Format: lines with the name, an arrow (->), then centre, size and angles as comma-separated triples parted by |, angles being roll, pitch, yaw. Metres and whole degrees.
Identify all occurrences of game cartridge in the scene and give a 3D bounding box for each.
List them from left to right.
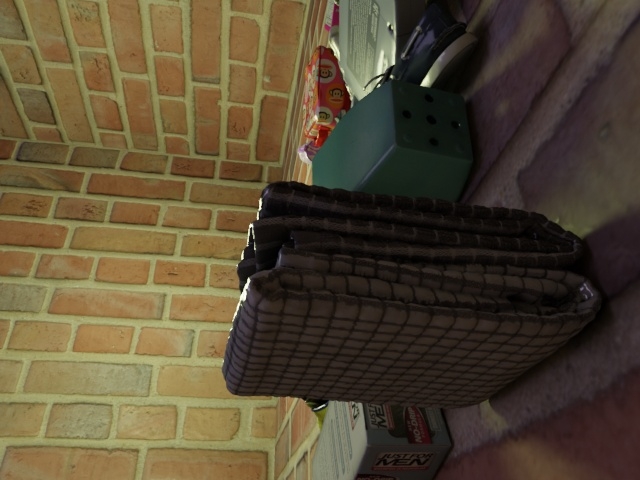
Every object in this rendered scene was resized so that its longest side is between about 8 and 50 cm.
game cartridge -> 0.094, -0.330, 0.823 | 0.198, 0.062, 0.297 | 58, 168, 22

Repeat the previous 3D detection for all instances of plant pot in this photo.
plant pot -> 0.101, -0.097, 0.697 | 0.234, 0.166, 0.165 | 128, 147, -59

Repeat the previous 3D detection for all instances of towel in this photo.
towel -> 0.058, 0.065, 0.460 | 0.235, 0.284, 0.121 | 109, 164, -55

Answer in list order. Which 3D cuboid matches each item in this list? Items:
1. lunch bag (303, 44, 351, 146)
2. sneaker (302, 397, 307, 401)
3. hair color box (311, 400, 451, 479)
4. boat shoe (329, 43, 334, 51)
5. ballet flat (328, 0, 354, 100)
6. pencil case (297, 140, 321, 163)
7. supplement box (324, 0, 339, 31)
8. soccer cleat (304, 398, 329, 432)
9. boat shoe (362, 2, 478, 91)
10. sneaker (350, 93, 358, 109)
lunch bag -> 0.013, -0.407, 1.474 | 0.293, 0.120, 0.258 | -169, 83, -80
sneaker -> -0.037, 0.282, 1.280 | 0.125, 0.139, 0.341 | -8, 115, 44
hair color box -> 0.072, 0.336, 0.777 | 0.185, 0.114, 0.374 | -98, 15, -52
boat shoe -> 0.068, -0.589, 1.352 | 0.073, 0.080, 0.223 | 99, 175, -56
ballet flat -> 0.086, -0.461, 1.021 | 0.409, 0.147, 0.147 | 104, 167, -48
pencil case -> -0.030, -0.316, 1.791 | 0.206, 0.088, 0.086 | -144, 61, -80
supplement box -> 0.084, -0.589, 1.150 | 0.114, 0.111, 0.220 | -103, 19, -60
soccer cleat -> 0.022, 0.347, 1.044 | 0.289, 0.121, 0.093 | 104, 167, -45
boat shoe -> 0.124, -0.226, 0.711 | 0.079, 0.095, 0.254 | 53, 162, 4
sneaker -> 0.096, -0.187, 1.017 | 0.091, 0.094, 0.258 | 17, -98, -81
